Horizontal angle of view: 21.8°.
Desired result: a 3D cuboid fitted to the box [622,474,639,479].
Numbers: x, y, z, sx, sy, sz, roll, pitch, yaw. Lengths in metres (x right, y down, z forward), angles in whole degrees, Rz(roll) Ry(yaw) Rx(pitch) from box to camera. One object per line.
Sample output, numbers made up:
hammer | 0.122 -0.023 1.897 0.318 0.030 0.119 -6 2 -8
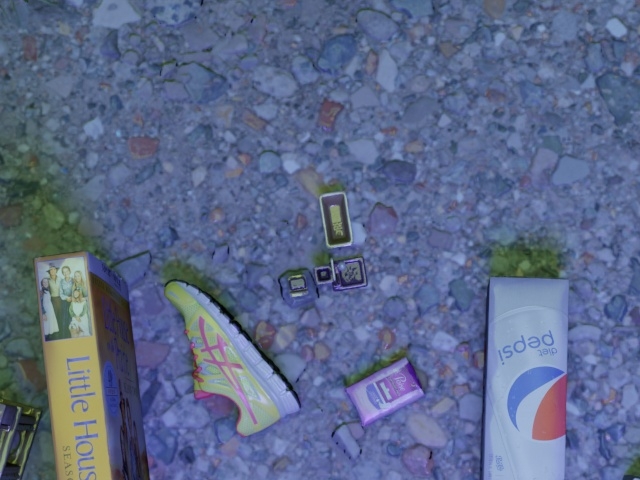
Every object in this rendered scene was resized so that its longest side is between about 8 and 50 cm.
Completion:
box | 0.370 0.315 1.821 0.087 0.101 0.102 11 85 5

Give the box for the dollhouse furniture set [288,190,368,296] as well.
dollhouse furniture set | 0.000 0.000 1.898 0.091 0.081 0.114 -9 82 2

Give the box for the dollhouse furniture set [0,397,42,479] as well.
dollhouse furniture set | -0.417 0.212 1.844 0.161 0.182 0.101 16 83 5

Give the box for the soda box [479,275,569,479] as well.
soda box | 0.226 0.186 1.851 0.091 0.098 0.286 2 82 4

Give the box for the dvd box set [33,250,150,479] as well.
dvd box set | -0.228 0.238 1.768 0.062 0.307 0.420 -8 81 0

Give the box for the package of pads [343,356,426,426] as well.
package of pads | 0.074 0.173 1.895 0.083 0.032 0.050 -27 84 0

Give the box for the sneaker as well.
sneaker | -0.119 0.135 1.888 0.094 0.081 0.208 -40 82 0
